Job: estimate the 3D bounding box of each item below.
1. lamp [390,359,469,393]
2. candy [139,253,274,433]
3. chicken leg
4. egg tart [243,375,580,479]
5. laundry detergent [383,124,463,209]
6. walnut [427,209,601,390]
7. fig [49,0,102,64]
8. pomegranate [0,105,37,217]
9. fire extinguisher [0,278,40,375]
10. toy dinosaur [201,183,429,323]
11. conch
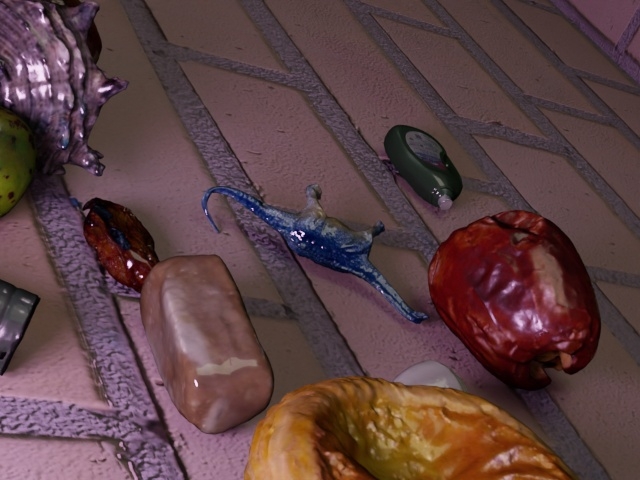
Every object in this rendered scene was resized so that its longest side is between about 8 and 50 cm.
[{"bbox_3d":[0.101,0.207,1.659,0.193,0.106,0.106,-11,45,-40],"label":"lamp"},{"bbox_3d":[-0.132,0.112,1.563,0.104,0.102,0.234,-6,43,-20],"label":"candy"},{"bbox_3d":[-0.216,0.030,1.718,0.253,0.051,0.106,43,23,22],"label":"chicken leg"},{"bbox_3d":[0.110,0.318,1.359,0.443,0.178,0.443,22,28,-13],"label":"egg tart"},{"bbox_3d":[0.194,-0.118,2.396,0.137,0.063,0.211,20,26,-31],"label":"laundry detergent"},{"bbox_3d":[0.287,0.093,1.951,0.244,0.222,0.269,31,29,-51],"label":"walnut"},{"bbox_3d":[-0.430,-0.324,2.059,0.231,0.143,0.160,36,-6,32],"label":"fig"},{"bbox_3d":[-0.406,-0.088,1.629,0.122,0.143,0.169,37,17,16],"label":"pomegranate"},{"bbox_3d":[-0.447,0.037,1.399,0.311,0.114,0.095,23,70,-9],"label":"fire extinguisher"},{"bbox_3d":[0.006,-0.004,1.974,0.363,0.076,0.147,30,32,-6],"label":"toy dinosaur"},{"bbox_3d":[-0.373,-0.217,1.778,0.186,0.241,0.313,-32,101,-26],"label":"conch"}]
